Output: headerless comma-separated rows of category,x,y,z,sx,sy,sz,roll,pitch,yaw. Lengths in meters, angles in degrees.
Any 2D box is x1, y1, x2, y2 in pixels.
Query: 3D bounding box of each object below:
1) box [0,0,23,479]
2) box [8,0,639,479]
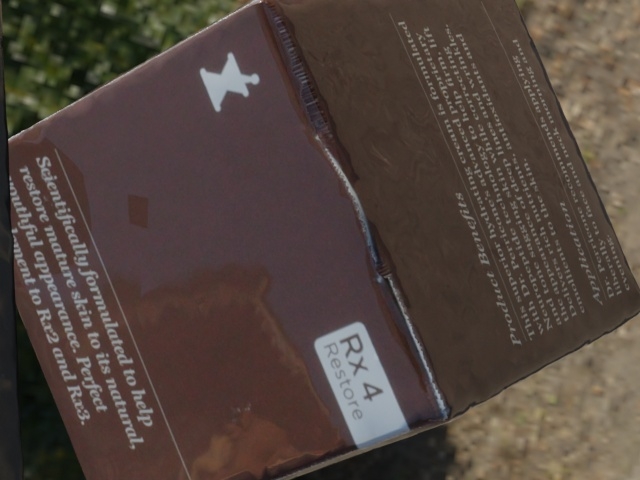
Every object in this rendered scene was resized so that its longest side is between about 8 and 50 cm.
box,-0.199,-0.078,0.313,0.182,0.294,0.296,-16,60,14
box,0.000,0.000,0.779,0.167,0.203,0.168,-24,86,32
